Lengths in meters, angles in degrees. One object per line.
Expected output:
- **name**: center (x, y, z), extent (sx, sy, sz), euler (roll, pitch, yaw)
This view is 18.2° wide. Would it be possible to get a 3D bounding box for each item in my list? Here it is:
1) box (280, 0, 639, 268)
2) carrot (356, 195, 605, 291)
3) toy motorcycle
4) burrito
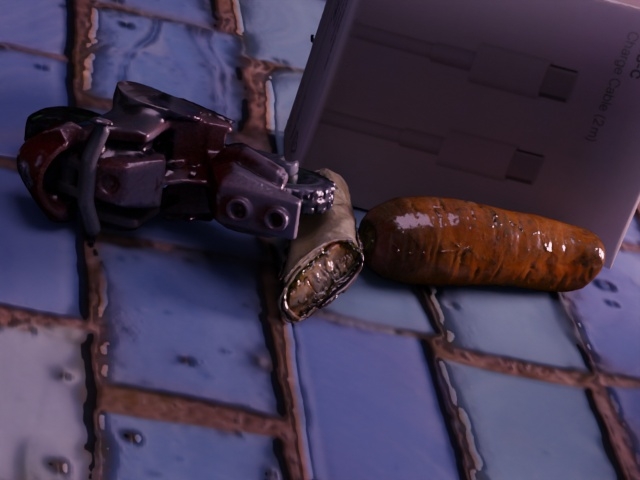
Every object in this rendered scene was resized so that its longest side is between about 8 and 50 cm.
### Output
- **box**: center (0.118, -0.112, 1.398), extent (0.252, 0.203, 0.106), euler (13, 29, -11)
- **carrot**: center (0.112, 0.003, 1.346), extent (0.186, 0.060, 0.060), euler (4, 32, -25)
- **toy motorcycle**: center (-0.100, -0.045, 1.267), extent (0.213, 0.082, 0.122), euler (14, 26, 14)
- **burrito**: center (0.000, 0.000, 1.295), extent (0.041, 0.055, 0.149), euler (44, 21, -18)
